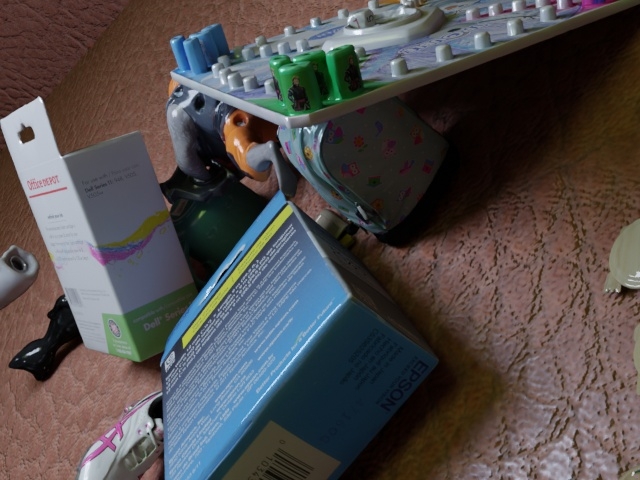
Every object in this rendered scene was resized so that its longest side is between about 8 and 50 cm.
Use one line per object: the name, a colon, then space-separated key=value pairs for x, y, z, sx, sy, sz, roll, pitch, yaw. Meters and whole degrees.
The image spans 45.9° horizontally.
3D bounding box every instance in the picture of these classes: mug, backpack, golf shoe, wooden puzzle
mug: x=-0.155 y=-0.026 z=1.075 sx=0.129 sy=0.097 sz=0.158 roll=-41 pitch=33 yaw=22
backpack: x=0.049 y=-0.093 z=0.772 sx=0.152 sy=0.182 sz=0.115 roll=-59 pitch=31 yaw=-7
golf shoe: x=-0.224 y=0.243 z=0.900 sx=0.086 sy=0.067 sz=0.186 roll=-33 pitch=16 yaw=31
wooden puzzle: x=0.000 y=0.000 z=0.919 sx=0.078 sy=0.014 sz=0.116 roll=-47 pitch=32 yaw=7

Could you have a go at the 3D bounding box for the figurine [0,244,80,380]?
figurine: x=-0.526 y=0.139 z=1.327 sx=0.209 sy=0.215 sz=0.092 roll=-48 pitch=29 yaw=16

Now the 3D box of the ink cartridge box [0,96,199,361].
ink cartridge box: x=-0.300 y=-0.025 z=1.040 sx=0.119 sy=0.353 sz=0.207 roll=-26 pitch=14 yaw=-34

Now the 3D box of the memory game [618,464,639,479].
memory game: x=0.223 y=0.148 z=0.397 sx=0.186 sy=0.012 sz=0.186 roll=-40 pitch=10 yaw=9

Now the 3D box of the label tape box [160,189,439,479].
label tape box: x=-0.050 y=0.111 z=0.778 sx=0.249 sy=0.115 sz=0.347 roll=-52 pitch=20 yaw=7

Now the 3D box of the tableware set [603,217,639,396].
tableware set: x=0.269 y=0.027 z=0.510 sx=0.169 sy=0.020 sz=0.141 roll=-25 pitch=40 yaw=42

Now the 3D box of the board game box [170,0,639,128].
board game box: x=0.065 y=-0.232 z=0.796 sx=0.390 sy=0.050 sz=0.390 roll=-23 pitch=25 yaw=-18

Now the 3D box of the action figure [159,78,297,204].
action figure: x=-0.066 y=-0.191 z=0.985 sx=0.330 sy=0.178 sz=0.341 roll=19 pitch=56 yaw=40
